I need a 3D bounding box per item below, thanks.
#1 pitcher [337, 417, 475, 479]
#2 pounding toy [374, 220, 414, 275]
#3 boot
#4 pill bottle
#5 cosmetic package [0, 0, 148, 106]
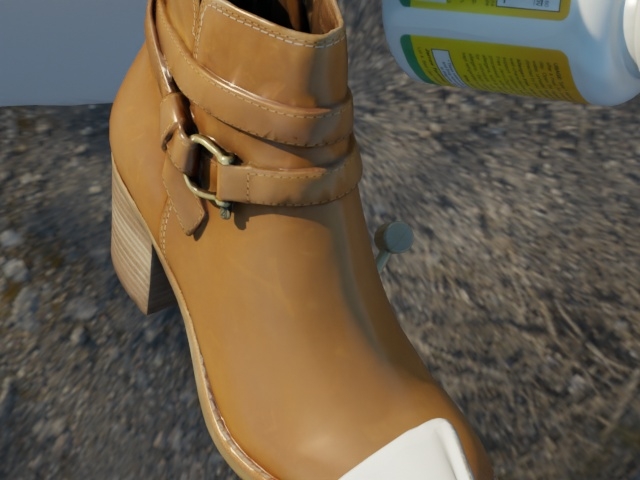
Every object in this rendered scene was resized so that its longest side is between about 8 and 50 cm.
[{"bbox_3d":[0.079,0.162,0.347,0.207,0.125,0.177,30,60,-15],"label":"pitcher"},{"bbox_3d":[0.008,0.008,1.513,0.206,0.094,0.181,-14,87,-23],"label":"pounding toy"},{"bbox_3d":[-0.001,-0.009,0.718,0.109,0.283,0.220,-17,139,-31],"label":"boot"},{"bbox_3d":[0.155,-0.150,1.006,0.208,0.117,0.117,11,96,35],"label":"pill bottle"},{"bbox_3d":[-0.190,-0.317,1.002,0.329,0.327,0.393,-4,79,9],"label":"cosmetic package"}]
